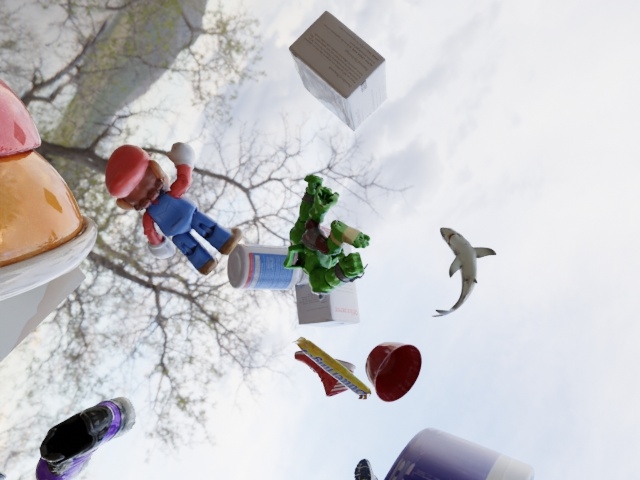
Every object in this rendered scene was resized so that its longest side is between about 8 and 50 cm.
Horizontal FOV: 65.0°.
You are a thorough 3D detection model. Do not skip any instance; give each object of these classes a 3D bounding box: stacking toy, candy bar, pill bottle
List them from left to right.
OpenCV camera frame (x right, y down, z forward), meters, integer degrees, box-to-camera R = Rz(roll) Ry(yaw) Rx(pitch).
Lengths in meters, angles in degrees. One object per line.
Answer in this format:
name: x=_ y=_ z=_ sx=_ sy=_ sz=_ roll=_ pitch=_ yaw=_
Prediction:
stacking toy: x=-0.471 y=-0.171 z=0.560 sx=0.350 sy=0.350 sz=0.480 roll=30 pitch=-54 yaw=59
pill bottle: x=-0.134 y=0.075 z=1.382 sx=0.124 sy=0.221 sz=0.124 roll=-12 pitch=-104 yaw=57
candy bar: x=0.022 y=0.216 z=0.853 sx=0.018 sy=0.161 sz=0.040 roll=-52 pitch=-177 yaw=-38

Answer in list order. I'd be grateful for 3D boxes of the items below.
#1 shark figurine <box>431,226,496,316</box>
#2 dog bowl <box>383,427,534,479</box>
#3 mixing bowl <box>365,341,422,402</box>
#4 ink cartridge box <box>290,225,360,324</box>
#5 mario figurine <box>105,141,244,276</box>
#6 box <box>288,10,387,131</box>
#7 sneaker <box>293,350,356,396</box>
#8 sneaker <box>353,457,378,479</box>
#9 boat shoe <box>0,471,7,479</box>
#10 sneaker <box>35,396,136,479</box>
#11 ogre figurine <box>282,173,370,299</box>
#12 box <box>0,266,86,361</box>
shark figurine: x=0.415 y=0.101 z=1.489 sx=0.116 sy=0.166 sz=0.278 roll=-115 pitch=-151 yaw=-83
dog bowl: x=0.107 y=0.318 z=0.462 sx=0.104 sy=0.265 sz=0.265 roll=14 pitch=-106 yaw=31
mixing bowl: x=0.197 y=0.363 z=1.457 sx=0.098 sy=0.181 sz=0.181 roll=28 pitch=-93 yaw=51
ink cartridge box: x=0.017 y=0.124 z=1.652 sx=0.131 sy=0.226 sz=0.306 roll=-12 pitch=-106 yaw=26
mario figurine: x=-0.318 y=-0.081 z=1.091 sx=0.198 sy=0.320 sz=0.170 roll=-49 pitch=-169 yaw=-28
box: x=0.045 y=-0.368 z=1.111 sx=0.119 sy=0.182 sz=0.181 roll=-45 pitch=167 yaw=0
sneaker: x=0.001 y=0.456 z=1.708 sx=0.221 sy=0.087 sz=0.128 roll=10 pitch=-110 yaw=17
sneaker: x=0.126 y=0.632 z=1.315 sx=0.052 sy=0.058 sz=0.135 roll=-6 pitch=-87 yaw=32
boat shoe: x=-0.778 y=0.571 z=1.188 sx=0.133 sy=0.049 sz=0.042 roll=-41 pitch=-156 yaw=40
sneaker: x=-0.544 y=0.438 z=1.069 sx=0.293 sy=0.146 sz=0.102 roll=-42 pitch=-108 yaw=14
ogre figurine: x=0.000 y=0.000 z=0.771 sx=0.197 sy=0.097 sz=0.118 roll=50 pitch=-50 yaw=22
box: x=-0.677 y=0.142 z=1.072 sx=0.148 sy=0.121 sz=0.311 roll=-10 pitch=-148 yaw=30
